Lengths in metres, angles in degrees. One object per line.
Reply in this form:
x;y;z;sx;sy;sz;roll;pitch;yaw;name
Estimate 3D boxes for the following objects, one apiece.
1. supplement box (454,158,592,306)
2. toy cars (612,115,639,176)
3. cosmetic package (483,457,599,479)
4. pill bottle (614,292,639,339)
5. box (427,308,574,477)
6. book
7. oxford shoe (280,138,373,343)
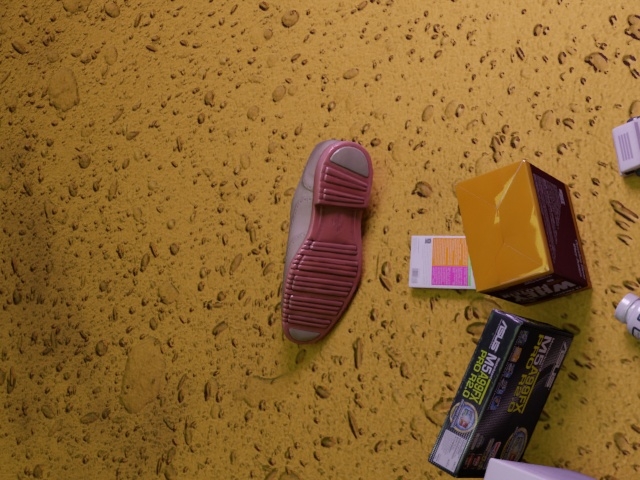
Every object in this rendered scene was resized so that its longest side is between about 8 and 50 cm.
0.339;-0.006;1.921;0.129;0.194;0.191;-19;70;29;supplement box
0.632;-0.127;1.817;0.394;0.087;0.176;31;98;34;toy cars
0.391;0.434;1.755;0.224;0.225;0.138;14;86;49;cosmetic package
0.533;0.135;1.842;0.120;0.067;0.067;35;100;33;pill bottle
0.298;0.255;1.884;0.060;0.216;0.270;25;94;36;box
0.229;0.040;2.085;0.144;0.035;0.096;1;84;34;book
0.000;0.000;2.210;0.146;0.141;0.396;28;103;65;oxford shoe
